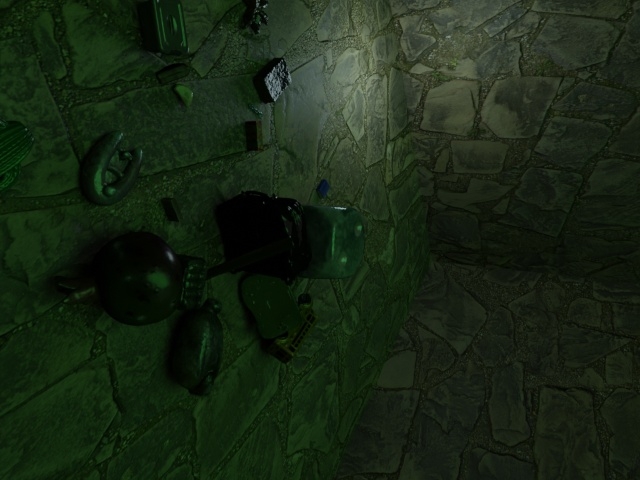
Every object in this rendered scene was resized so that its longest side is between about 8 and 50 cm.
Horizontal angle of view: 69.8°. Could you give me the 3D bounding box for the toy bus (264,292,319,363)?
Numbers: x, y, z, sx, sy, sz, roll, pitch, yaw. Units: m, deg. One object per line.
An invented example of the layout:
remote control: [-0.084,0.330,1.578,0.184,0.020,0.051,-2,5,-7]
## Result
toy bus: [-0.118,0.404,2.146,0.331,0.151,0.145,-52,180,-42]

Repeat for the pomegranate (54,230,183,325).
pomegranate: [-0.550,0.132,1.314,0.323,0.291,0.291,-42,130,-34]

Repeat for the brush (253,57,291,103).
brush: [-0.200,-0.687,1.967,0.197,0.059,0.123,-60,143,-35]

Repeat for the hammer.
hammer: [-0.299,0.083,1.617,0.044,0.440,0.168,-93,162,-79]

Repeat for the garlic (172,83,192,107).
garlic: [-0.468,-0.503,1.571,0.053,0.041,0.083,-54,131,-21]

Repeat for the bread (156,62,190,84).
bread: [-0.486,-0.557,1.517,0.062,0.109,0.043,-117,-173,-49]

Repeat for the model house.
model house: [-0.224,0.257,2.019,0.207,0.154,0.294,-23,102,-9]

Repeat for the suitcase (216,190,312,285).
suitcase: [-0.219,-0.023,1.767,0.188,0.345,0.339,-40,129,-46]

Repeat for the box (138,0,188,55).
box: [-0.497,-0.669,1.440,0.124,0.093,0.172,-29,119,-55]

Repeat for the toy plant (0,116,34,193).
toy plant: [-0.771,-0.180,1.068,0.154,0.088,0.240,51,58,-68]

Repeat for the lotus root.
lotus root: [-0.438,0.378,1.653,0.175,0.175,0.349,22,72,-58]

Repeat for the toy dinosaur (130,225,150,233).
toy dinosaur: [-0.575,0.003,1.493,0.060,0.029,0.119,-39,134,-31]

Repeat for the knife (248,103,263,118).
knife: [-0.270,-0.543,1.921,0.096,0.010,0.027,33,66,-56]

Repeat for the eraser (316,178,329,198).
eraser: [0.013,-0.272,2.423,0.084,0.027,0.063,-62,142,-31]

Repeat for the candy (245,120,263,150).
candy: [-0.272,-0.430,1.885,0.038,0.062,0.122,-20,112,-55]

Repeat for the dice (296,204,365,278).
dice: [0.000,0.000,2.151,0.348,0.328,0.330,-1,96,-59]

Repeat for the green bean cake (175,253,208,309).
green bean cake: [-0.477,0.135,1.527,0.094,0.173,0.181,14,85,-60]

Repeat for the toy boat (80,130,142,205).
toy boat: [-0.603,-0.206,1.345,0.155,0.085,0.227,51,52,-51]

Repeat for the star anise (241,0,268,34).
star anise: [-0.254,-0.934,1.833,0.172,0.063,0.208,-20,112,-58]

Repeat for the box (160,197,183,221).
box: [-0.503,-0.105,1.558,0.024,0.053,0.083,-45,130,-46]
